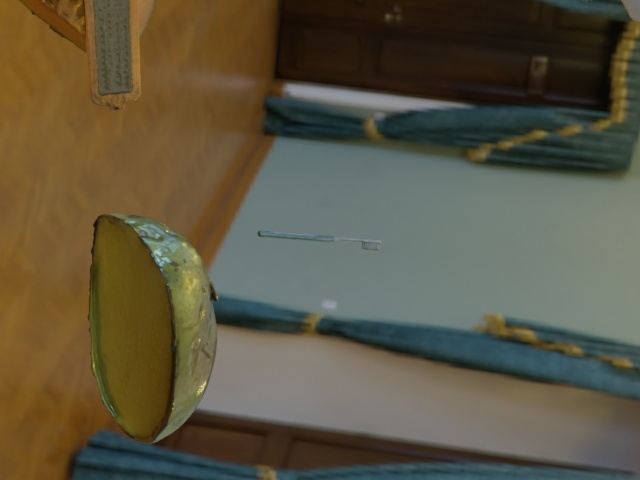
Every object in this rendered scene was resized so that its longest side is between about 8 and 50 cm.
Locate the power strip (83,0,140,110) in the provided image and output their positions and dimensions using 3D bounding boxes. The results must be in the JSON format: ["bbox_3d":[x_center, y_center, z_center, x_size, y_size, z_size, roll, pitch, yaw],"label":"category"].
[{"bbox_3d":[-0.196,-0.205,1.083,0.028,0.049,0.178,-119,-154,-49],"label":"power strip"}]

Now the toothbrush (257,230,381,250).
[{"bbox_3d":[0.000,0.000,1.479,0.011,0.167,0.014,159,-66,-68],"label":"toothbrush"}]

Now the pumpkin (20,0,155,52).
[{"bbox_3d":[-0.259,-0.314,1.137,0.148,0.169,0.312,-56,168,-17],"label":"pumpkin"}]

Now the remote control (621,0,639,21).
[{"bbox_3d":[0.464,-0.361,1.381,0.103,0.250,0.034,59,22,-4],"label":"remote control"}]

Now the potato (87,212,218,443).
[{"bbox_3d":[-0.170,0.093,1.283,0.111,0.160,0.271,-20,126,-41],"label":"potato"}]
